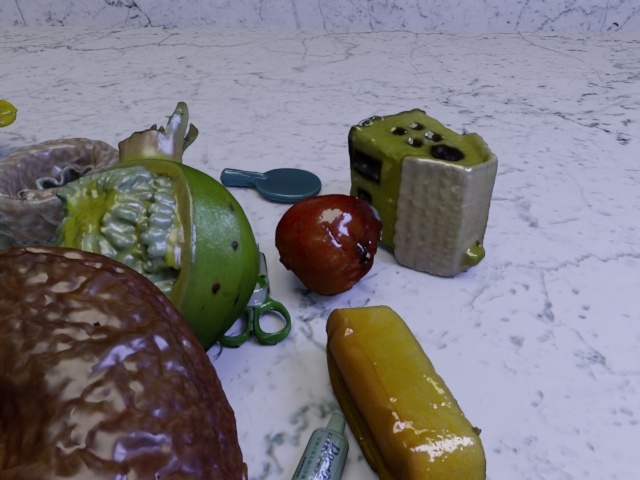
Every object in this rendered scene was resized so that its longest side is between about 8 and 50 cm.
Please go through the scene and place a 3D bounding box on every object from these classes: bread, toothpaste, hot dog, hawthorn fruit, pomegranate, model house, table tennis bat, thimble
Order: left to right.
[{"bbox_3d":[-0.193,0.178,0.368,0.267,0.174,0.388,-42,52,11],"label":"hot dog"},{"bbox_3d":[-0.418,-0.060,0.843,0.195,0.148,0.229,2,37,1],"label":"thimble"},{"bbox_3d":[-0.199,-0.004,0.627,0.260,0.260,0.341,3,72,6],"label":"pomegranate"},{"bbox_3d":[-0.098,-0.115,1.013,0.201,0.033,0.124,7,33,7],"label":"table tennis bat"},{"bbox_3d":[-0.017,0.251,0.471,0.064,0.041,0.218,16,41,13],"label":"toothpaste"},{"bbox_3d":[0.000,0.000,0.748,0.172,0.148,0.148,15,36,36],"label":"hawthorn fruit"},{"bbox_3d":[0.069,0.164,0.542,0.094,0.102,0.245,-6,36,-19],"label":"bread"},{"bbox_3d":[0.173,-0.076,0.807,0.174,0.194,0.234,-23,40,-32],"label":"model house"}]

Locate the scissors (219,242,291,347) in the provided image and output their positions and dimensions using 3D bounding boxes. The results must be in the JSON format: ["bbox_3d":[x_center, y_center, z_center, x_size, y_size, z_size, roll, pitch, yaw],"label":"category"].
[{"bbox_3d":[-0.093,0.070,0.744,0.101,0.027,0.204,-2,36,-3],"label":"scissors"}]

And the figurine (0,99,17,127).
[{"bbox_3d":[-0.824,-0.268,1.085,0.323,0.232,0.340,-17,32,-30],"label":"figurine"}]
